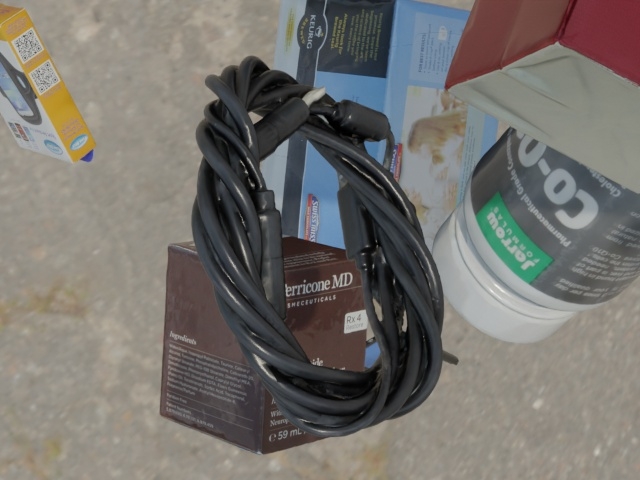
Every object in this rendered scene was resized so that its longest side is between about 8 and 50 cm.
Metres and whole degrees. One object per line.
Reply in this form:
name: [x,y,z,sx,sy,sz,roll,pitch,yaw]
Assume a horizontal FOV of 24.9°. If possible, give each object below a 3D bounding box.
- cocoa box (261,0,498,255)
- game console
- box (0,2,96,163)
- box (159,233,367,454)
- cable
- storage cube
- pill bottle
cocoa box: [0.081,-0.144,1.922,0.228,0.231,0.347,13,99,47]
game console: [0.100,0.149,1.804,0.107,0.122,0.071,26,90,23]
box: [-0.216,-0.111,1.066,0.081,0.028,0.136,17,138,47]
box: [-0.062,0.109,1.610,0.167,0.168,0.203,14,105,42]
cable: [0.000,0.000,0.661,0.047,0.185,0.150,-22,143,31]
storage cube: [0.229,-0.166,1.027,0.215,0.183,0.193,25,78,-16]
pill bottle: [0.272,-0.056,1.458,0.204,0.204,0.361,43,136,5]
